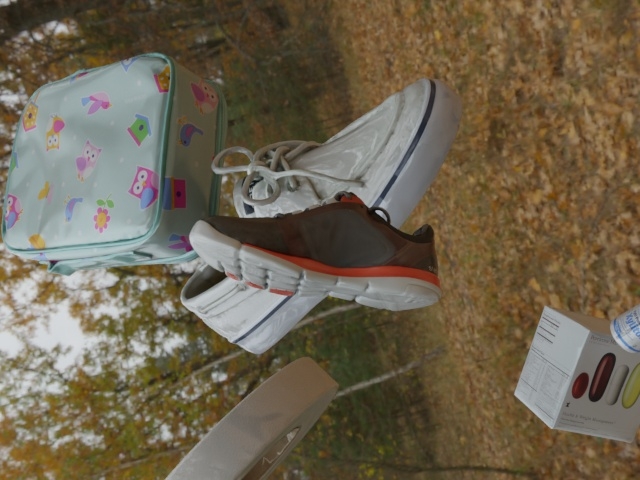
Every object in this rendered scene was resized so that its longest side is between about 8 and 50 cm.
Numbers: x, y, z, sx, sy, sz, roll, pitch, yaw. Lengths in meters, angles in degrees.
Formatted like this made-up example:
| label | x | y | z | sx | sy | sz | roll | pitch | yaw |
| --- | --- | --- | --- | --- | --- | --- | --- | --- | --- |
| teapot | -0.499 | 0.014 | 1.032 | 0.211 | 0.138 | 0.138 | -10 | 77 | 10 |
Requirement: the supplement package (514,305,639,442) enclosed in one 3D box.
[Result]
| label | x | y | z | sx | sy | sz | roll | pitch | yaw |
| --- | --- | --- | --- | --- | --- | --- | --- | --- | --- |
| supplement package | 0.533 | 0.263 | 1.245 | 0.149 | 0.194 | 0.203 | -134 | 58 | -72 |

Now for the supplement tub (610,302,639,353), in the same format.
| label | x | y | z | sx | sy | sz | roll | pitch | yaw |
| --- | --- | --- | --- | --- | --- | --- | --- | --- | --- |
| supplement tub | 0.568 | 0.143 | 1.088 | 0.107 | 0.071 | 0.071 | -53 | 39 | 43 |

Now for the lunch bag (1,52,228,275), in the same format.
| label | x | y | z | sx | sy | sz | roll | pitch | yaw |
| --- | --- | --- | --- | --- | --- | --- | --- | --- | --- |
| lunch bag | -0.236 | -0.073 | 0.706 | 0.108 | 0.279 | 0.224 | 13 | -105 | -55 |

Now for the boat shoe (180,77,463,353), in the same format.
| label | x | y | z | sx | sy | sz | roll | pitch | yaw |
| --- | --- | --- | --- | --- | --- | --- | --- | --- | --- |
| boat shoe | -0.034 | -0.036 | 0.609 | 0.156 | 0.367 | 0.136 | 31 | -142 | -18 |

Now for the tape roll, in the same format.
| label | x | y | z | sx | sy | sz | roll | pitch | yaw |
| --- | --- | --- | --- | --- | --- | --- | --- | --- | --- |
| tape roll | -0.125 | 0.347 | 0.986 | 0.072 | 0.392 | 0.392 | 42 | 171 | 15 |

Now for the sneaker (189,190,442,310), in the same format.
| label | x | y | z | sx | sy | sz | roll | pitch | yaw |
| --- | --- | --- | --- | --- | --- | --- | --- | --- | --- |
| sneaker | 0.000 | 0.000 | 0.388 | 0.061 | 0.157 | 0.065 | 138 | 143 | -66 |
